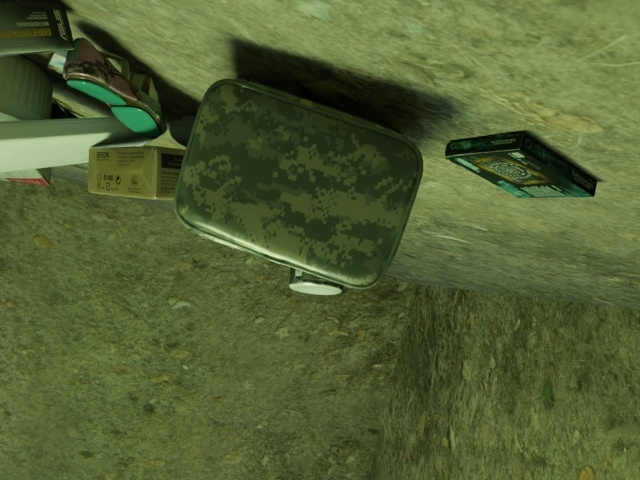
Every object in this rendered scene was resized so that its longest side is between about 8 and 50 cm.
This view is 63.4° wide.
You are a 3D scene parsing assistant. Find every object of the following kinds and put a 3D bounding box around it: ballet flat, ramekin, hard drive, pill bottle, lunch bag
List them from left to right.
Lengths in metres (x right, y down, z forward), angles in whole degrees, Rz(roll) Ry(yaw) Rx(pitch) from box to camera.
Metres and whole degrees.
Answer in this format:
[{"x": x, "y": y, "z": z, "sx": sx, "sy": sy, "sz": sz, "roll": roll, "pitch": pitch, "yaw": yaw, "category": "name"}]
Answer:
[{"x": -0.574, "y": -0.262, "z": 0.900, "sx": 0.206, "sy": 0.109, "sz": 0.207, "roll": 9, "pitch": 174, "yaw": 1, "category": "ramekin"}, {"x": -0.465, "y": -0.176, "z": 0.946, "sx": 0.202, "sy": 0.040, "sz": 0.307, "roll": -14, "pitch": -176, "yaw": 40, "category": "hard drive"}, {"x": -0.290, "y": -0.224, "z": 0.767, "sx": 0.076, "sy": 0.079, "sz": 0.221, "roll": 7, "pitch": 171, "yaw": 13, "category": "ballet flat"}, {"x": -0.029, "y": -0.091, "z": 0.736, "sx": 0.304, "sy": 0.213, "sz": 0.256, "roll": 18, "pitch": -170, "yaw": -1, "category": "lunch bag"}, {"x": 0.000, "y": 0.000, "z": 1.248, "sx": 0.130, "sy": 0.246, "sz": 0.130, "roll": 6, "pitch": 165, "yaw": 1, "category": "pill bottle"}]

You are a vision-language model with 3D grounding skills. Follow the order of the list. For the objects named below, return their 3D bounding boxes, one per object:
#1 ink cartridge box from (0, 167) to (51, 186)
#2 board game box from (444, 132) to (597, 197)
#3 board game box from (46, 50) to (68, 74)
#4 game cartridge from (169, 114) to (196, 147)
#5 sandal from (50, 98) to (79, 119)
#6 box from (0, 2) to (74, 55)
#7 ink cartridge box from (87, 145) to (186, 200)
[{"x": -0.838, "y": -0.241, "z": 1.183, "sx": 0.384, "sy": 0.161, "sz": 0.279, "roll": 6, "pitch": 175, "yaw": -20, "category": "ink cartridge box"}, {"x": 0.285, "y": -0.101, "z": 0.738, "sx": 0.186, "sy": 0.026, "sz": 0.126, "roll": 19, "pitch": 173, "yaw": -34, "category": "board game box"}, {"x": -0.380, "y": -0.272, "z": 0.824, "sx": 0.090, "sy": 0.020, "sz": 0.090, "roll": 19, "pitch": 171, "yaw": -33, "category": "board game box"}, {"x": -0.130, "y": -0.165, "z": 1.038, "sx": 0.197, "sy": 0.062, "sz": 0.297, "roll": 16, "pitch": 175, "yaw": 31, "category": "game cartridge"}, {"x": -0.594, "y": -0.269, "z": 1.066, "sx": 0.054, "sy": 0.097, "sz": 0.254, "roll": -18, "pitch": 160, "yaw": 24, "category": "sandal"}, {"x": -0.445, "y": -0.237, "z": 0.603, "sx": 0.230, "sy": 0.056, "sz": 0.183, "roll": 4, "pitch": -155, "yaw": 21, "category": "box"}, {"x": -0.278, "y": -0.119, "z": 0.943, "sx": 0.234, "sy": 0.088, "sz": 0.193, "roll": 8, "pitch": -172, "yaw": 40, "category": "ink cartridge box"}]
